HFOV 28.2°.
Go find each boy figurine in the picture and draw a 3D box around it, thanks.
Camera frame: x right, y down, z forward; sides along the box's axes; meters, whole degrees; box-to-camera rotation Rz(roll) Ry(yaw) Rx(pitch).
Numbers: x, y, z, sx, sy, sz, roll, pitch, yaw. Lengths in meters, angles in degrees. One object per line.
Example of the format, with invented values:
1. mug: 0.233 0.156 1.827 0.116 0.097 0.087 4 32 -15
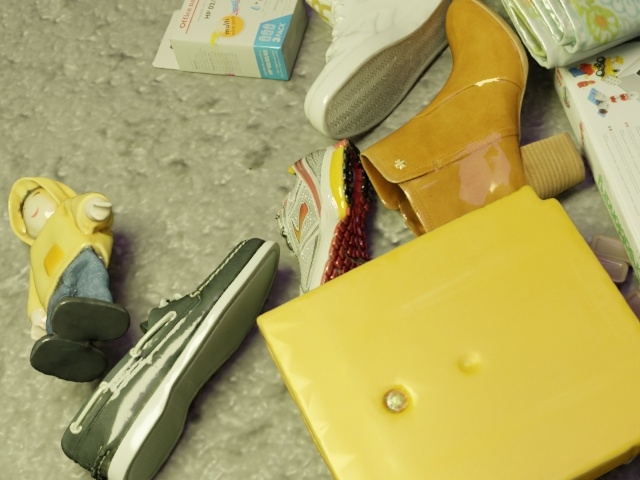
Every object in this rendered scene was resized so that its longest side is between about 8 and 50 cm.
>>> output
1. boy figurine: -0.269 0.016 1.356 0.092 0.177 0.285 16 29 -31

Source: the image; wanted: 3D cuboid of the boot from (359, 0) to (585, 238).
1. boot: 0.136 -0.136 1.410 0.211 0.104 0.295 -20 61 -12

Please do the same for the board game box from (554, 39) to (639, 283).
1. board game box: 0.389 -0.096 1.366 0.193 0.053 0.305 -12 53 -1

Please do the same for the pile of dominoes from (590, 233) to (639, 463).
1. pile of dominoes: 0.291 0.107 1.278 0.251 0.040 0.196 -38 57 -25

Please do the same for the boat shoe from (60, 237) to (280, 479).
1. boat shoe: -0.148 0.108 1.293 0.091 0.114 0.302 26 63 18

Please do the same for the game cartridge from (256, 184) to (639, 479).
1. game cartridge: 0.141 0.124 1.208 0.323 0.053 0.285 -25 63 -7

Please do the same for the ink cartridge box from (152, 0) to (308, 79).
1. ink cartridge box: -0.117 -0.262 1.571 0.181 0.061 0.104 7 57 15

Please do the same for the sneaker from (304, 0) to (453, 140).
1. sneaker: 0.035 -0.239 1.511 0.169 0.108 0.292 26 54 26

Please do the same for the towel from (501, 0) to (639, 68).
1. towel: 0.327 -0.388 1.462 0.374 0.090 0.321 -24 83 -25

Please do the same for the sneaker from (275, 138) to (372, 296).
1. sneaker: 0.000 0.000 1.371 0.092 0.088 0.225 -13 52 25
